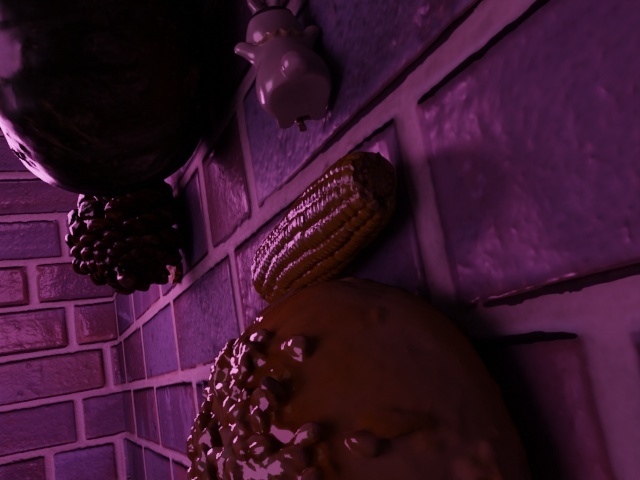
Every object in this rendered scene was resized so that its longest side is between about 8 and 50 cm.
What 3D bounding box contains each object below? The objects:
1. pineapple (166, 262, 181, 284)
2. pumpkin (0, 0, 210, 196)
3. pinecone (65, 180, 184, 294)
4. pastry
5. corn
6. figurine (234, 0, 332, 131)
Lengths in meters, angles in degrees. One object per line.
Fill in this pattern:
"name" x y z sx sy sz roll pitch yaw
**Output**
"pineapple" -0.306 0.070 1.255 0.083 0.019 0.045 -14 78 62
"pumpkin" -0.337 -0.287 0.892 0.454 0.343 0.455 56 157 38
"pinecone" -0.371 -0.028 1.155 0.224 0.224 0.273 119 151 -49
"pastry" -0.004 0.174 0.439 0.316 0.184 0.285 123 137 -53
"corn" 0.000 0.000 0.533 0.231 0.080 0.080 -44 55 56
"figurine" -0.048 -0.177 0.596 0.098 0.081 0.146 112 144 -44
